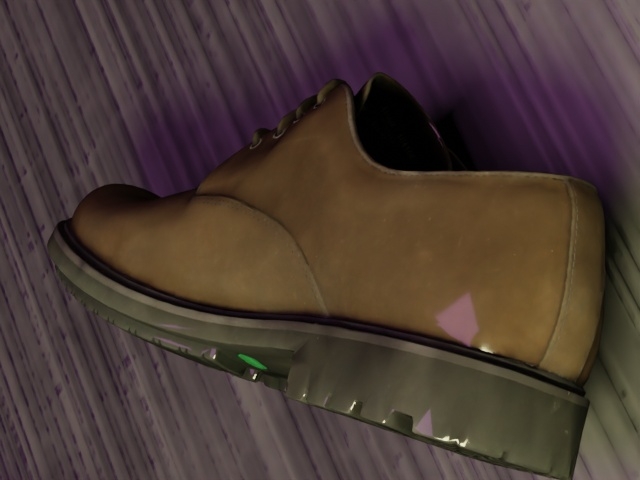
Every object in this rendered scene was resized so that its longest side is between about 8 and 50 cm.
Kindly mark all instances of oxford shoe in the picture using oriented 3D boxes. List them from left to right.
[{"bbox_3d":[0.000,0.000,0.503,0.227,0.083,0.096,11,83,48],"label":"oxford shoe"}]
